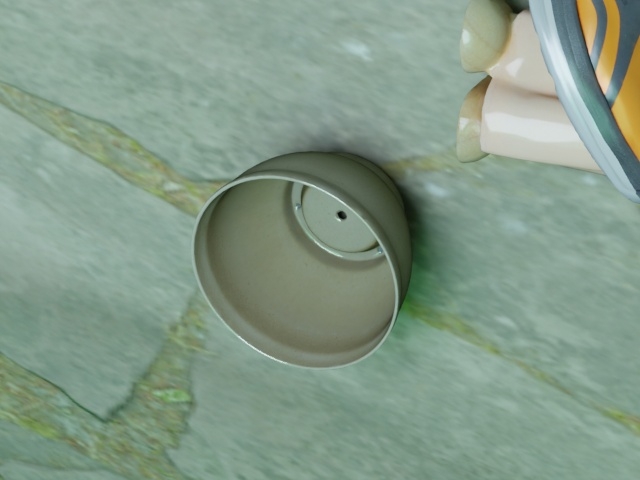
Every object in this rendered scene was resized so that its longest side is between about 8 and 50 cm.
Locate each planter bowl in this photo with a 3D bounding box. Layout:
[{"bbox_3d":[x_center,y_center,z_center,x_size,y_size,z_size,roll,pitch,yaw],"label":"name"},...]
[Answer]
[{"bbox_3d":[0.000,0.000,1.220,0.162,0.109,0.162,12,123,19],"label":"planter bowl"}]

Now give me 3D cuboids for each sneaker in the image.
[{"bbox_3d":[0.213,-0.188,0.942,0.180,0.124,0.321,-12,91,29],"label":"sneaker"}]

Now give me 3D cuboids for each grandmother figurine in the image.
[{"bbox_3d":[0.259,-0.064,1.061,0.342,0.104,0.208,13,133,22],"label":"grandmother figurine"}]
